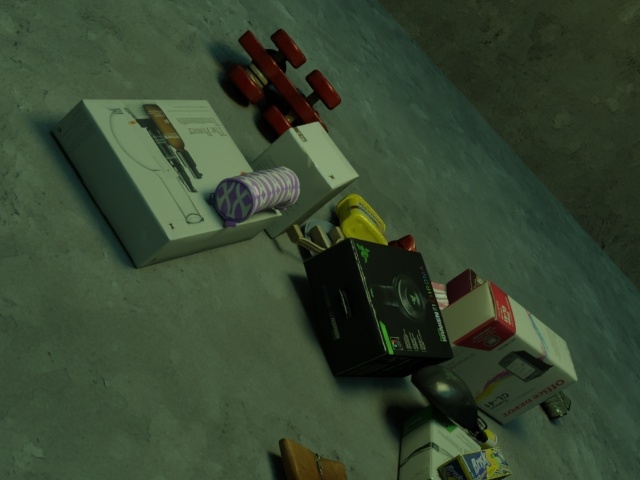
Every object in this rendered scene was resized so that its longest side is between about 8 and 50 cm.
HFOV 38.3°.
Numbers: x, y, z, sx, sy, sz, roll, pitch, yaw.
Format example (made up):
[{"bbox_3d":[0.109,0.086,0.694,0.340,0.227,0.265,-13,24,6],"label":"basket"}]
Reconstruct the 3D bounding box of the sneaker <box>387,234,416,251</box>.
[{"bbox_3d":[0.199,0.062,2.107,0.128,0.087,0.221,55,-5,-5],"label":"sneaker"}]

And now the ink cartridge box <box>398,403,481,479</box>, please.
[{"bbox_3d":[0.228,0.439,1.746,0.153,0.087,0.208,44,26,-16],"label":"ink cartridge box"}]

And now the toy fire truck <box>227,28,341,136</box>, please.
[{"bbox_3d":[-0.088,-0.367,2.222,0.302,0.169,0.254,50,2,-5],"label":"toy fire truck"}]

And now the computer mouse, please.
[{"bbox_3d":[0.261,0.306,1.854,0.188,0.072,0.272,44,1,28],"label":"computer mouse"}]

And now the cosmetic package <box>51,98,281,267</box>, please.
[{"bbox_3d":[-0.262,-0.117,1.665,0.284,0.097,0.377,58,26,7],"label":"cosmetic package"}]

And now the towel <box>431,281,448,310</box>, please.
[{"bbox_3d":[0.280,0.170,2.240,0.144,0.029,0.197,24,37,-42],"label":"towel"}]

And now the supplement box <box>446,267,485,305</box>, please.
[{"bbox_3d":[0.419,0.176,2.397,0.188,0.081,0.104,41,28,-20],"label":"supplement box"}]

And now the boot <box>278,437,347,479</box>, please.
[{"bbox_3d":[-0.018,0.413,1.376,0.264,0.096,0.280,29,33,-38],"label":"boot"}]

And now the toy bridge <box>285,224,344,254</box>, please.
[{"bbox_3d":[0.000,0.000,1.933,0.188,0.026,0.063,2,57,-58],"label":"toy bridge"}]

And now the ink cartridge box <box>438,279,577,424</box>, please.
[{"bbox_3d":[0.397,0.258,2.092,0.306,0.226,0.131,36,30,-27],"label":"ink cartridge box"}]

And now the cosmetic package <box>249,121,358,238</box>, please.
[{"bbox_3d":[-0.052,-0.127,1.909,0.151,0.184,0.151,54,26,3],"label":"cosmetic package"}]

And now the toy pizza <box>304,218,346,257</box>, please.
[{"bbox_3d":[0.031,0.041,2.002,0.201,0.032,0.201,39,28,-25],"label":"toy pizza"}]

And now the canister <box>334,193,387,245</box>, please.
[{"bbox_3d":[0.095,-0.030,2.097,0.126,0.073,0.170,47,11,-13],"label":"canister"}]

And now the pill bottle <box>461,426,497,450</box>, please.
[{"bbox_3d":[0.343,0.422,2.002,0.083,0.043,0.043,36,30,-30],"label":"pill bottle"}]

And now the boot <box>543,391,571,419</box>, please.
[{"bbox_3d":[0.619,0.376,2.489,0.161,0.083,0.246,57,31,-4],"label":"boot"}]

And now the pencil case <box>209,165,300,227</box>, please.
[{"bbox_3d":[-0.111,-0.082,1.670,0.206,0.086,0.088,-24,115,-61],"label":"pencil case"}]

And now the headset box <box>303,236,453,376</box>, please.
[{"bbox_3d":[0.112,0.139,1.852,0.283,0.131,0.246,13,56,-52],"label":"headset box"}]

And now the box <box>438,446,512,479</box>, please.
[{"bbox_3d":[0.286,0.423,1.698,0.169,0.054,0.059,9,49,-54],"label":"box"}]
